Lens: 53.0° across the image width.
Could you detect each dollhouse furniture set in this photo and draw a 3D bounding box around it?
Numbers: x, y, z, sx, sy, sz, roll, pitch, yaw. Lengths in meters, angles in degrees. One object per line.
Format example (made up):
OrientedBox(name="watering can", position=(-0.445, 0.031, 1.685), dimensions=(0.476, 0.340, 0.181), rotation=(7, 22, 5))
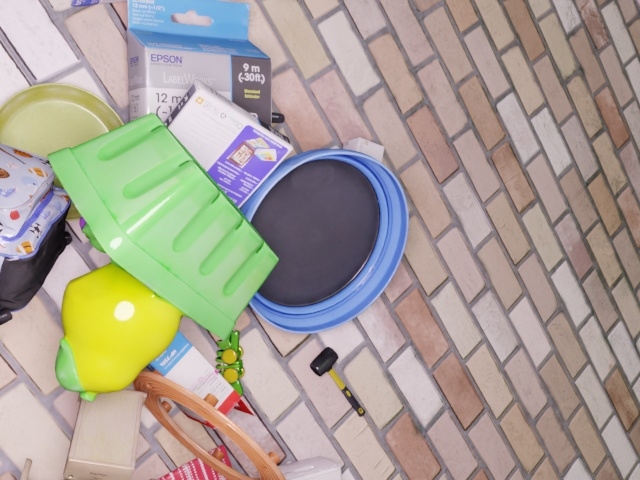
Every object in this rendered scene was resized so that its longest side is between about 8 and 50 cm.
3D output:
OrientedBox(name="dollhouse furniture set", position=(-0.379, 0.384, 1.067), dimensions=(0.212, 0.161, 0.242), rotation=(16, 119, -19))

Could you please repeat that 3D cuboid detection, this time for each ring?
OrientedBox(name="ring", position=(-0.185, 0.332, 1.099), dimensions=(0.337, 0.336, 0.032), rotation=(51, 57, -19))

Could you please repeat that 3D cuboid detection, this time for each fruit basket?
OrientedBox(name="fruit basket", position=(-0.284, 0.047, 1.007), dimensions=(0.391, 0.283, 0.392), rotation=(-26, 143, -22))

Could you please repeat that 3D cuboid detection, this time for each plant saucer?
OrientedBox(name="plant saucer", position=(-0.456, -0.153, 1.132), dimensions=(0.240, 0.037, 0.241), rotation=(2, 87, -32))

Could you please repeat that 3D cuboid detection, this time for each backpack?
OrientedBox(name="backpack", position=(-0.527, -0.032, 0.945), dimensions=(0.263, 0.277, 0.213), rotation=(11, 112, -9))

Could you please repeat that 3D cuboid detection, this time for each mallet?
OrientedBox(name="mallet", position=(0.052, 0.313, 1.424), dimensions=(0.062, 0.039, 0.190), rotation=(-50, 116, -20))

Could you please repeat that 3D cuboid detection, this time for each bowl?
OrientedBox(name="bowl", position=(0.000, 0.000, 1.304), dimensions=(0.390, 0.077, 0.392), rotation=(-13, 117, -26))

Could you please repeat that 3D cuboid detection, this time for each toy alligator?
OrientedBox(name="toy alligator", position=(-0.184, 0.219, 1.274), dimensions=(0.051, 0.056, 0.190), rotation=(-4, 89, 9))

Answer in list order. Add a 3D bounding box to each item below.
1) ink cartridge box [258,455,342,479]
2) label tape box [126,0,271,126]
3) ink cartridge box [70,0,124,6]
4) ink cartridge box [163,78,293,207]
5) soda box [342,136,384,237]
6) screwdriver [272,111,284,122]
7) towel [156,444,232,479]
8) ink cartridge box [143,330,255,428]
OrientedBox(name="ink cartridge box", position=(-0.037, 0.572, 1.318), dimensions=(0.158, 0.092, 0.218), rotation=(-3, 90, -32))
OrientedBox(name="label tape box", position=(-0.224, -0.285, 1.208), dimensions=(0.249, 0.115, 0.348), rotation=(-5, 102, -32))
OrientedBox(name="ink cartridge box", position=(-0.292, -0.506, 1.164), dimensions=(0.311, 0.185, 0.065), rotation=(-22, 92, -31))
OrientedBox(name="ink cartridge box", position=(-0.192, -0.147, 1.133), dimensions=(0.206, 0.045, 0.208), rotation=(28, 116, -36))
OrientedBox(name="soda box", position=(0.080, -0.116, 1.443), dimensions=(0.073, 0.069, 0.216), rotation=(16, 79, -30))
OrientedBox(name="screwdriver", position=(-0.152, -0.264, 1.336), dimensions=(0.169, 0.024, 0.025), rotation=(5, 114, -30))
OrientedBox(name="towel", position=(-0.272, 0.537, 1.211), dimensions=(0.274, 0.031, 0.199), rotation=(-21, 96, -33))
OrientedBox(name="ink cartridge box", position=(-0.239, 0.264, 1.185), dimensions=(0.078, 0.134, 0.231), rotation=(-47, 110, -26))
